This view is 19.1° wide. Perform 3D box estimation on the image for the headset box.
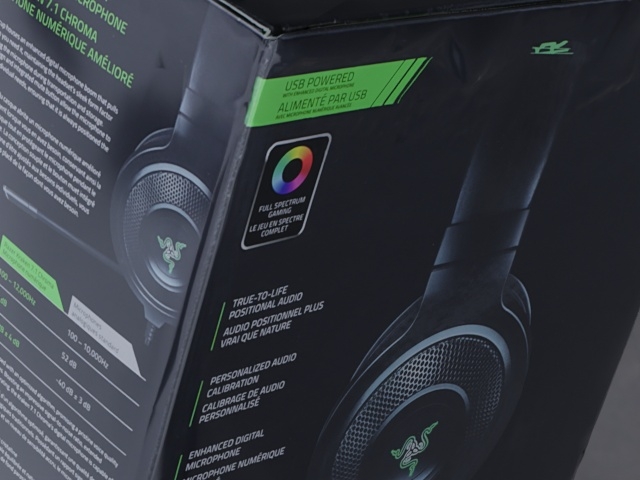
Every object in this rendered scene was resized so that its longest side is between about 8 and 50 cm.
[{"bbox_3d":[0.000,0.000,0.649,0.131,0.246,0.283,36,122,34],"label":"headset box"}]
